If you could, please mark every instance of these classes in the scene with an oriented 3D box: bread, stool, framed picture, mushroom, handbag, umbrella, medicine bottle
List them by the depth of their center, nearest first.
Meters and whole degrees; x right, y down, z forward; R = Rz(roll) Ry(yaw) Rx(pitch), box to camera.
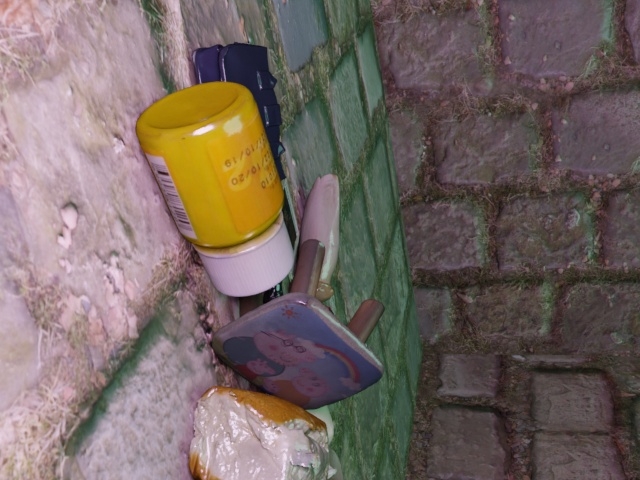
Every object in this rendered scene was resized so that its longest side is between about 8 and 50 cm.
[{"bbox_3d":[-0.185,-0.091,1.187,0.224,0.224,0.384,-70,151,-50],"label":"medicine bottle"},{"bbox_3d":[-0.119,0.439,1.269,0.250,0.279,0.225,46,57,-64],"label":"bread"},{"bbox_3d":[-0.036,0.196,1.379,0.310,0.310,0.226,45,36,-24],"label":"stool"},{"bbox_3d":[-0.178,-0.287,1.424,0.269,0.118,0.326,-31,118,-62],"label":"handbag"},{"bbox_3d":[-0.127,0.100,1.625,0.066,0.059,0.236,120,-33,-83],"label":"umbrella"},{"bbox_3d":[-0.093,-0.039,1.723,0.273,0.016,0.217,-85,165,-61],"label":"framed picture"},{"bbox_3d":[-0.002,0.001,1.905,0.154,0.137,0.408,122,-20,-65],"label":"mushroom"}]

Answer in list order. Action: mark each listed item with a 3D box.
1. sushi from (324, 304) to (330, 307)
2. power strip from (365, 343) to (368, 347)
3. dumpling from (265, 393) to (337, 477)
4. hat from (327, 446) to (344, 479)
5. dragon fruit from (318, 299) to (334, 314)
[{"bbox_3d":[0.022,0.324,2.067,0.231,0.047,0.220,35,55,-68],"label":"sushi"},{"bbox_3d":[0.158,0.438,2.453,0.198,0.064,0.213,5,82,-74],"label":"power strip"},{"bbox_3d":[-0.077,0.467,1.515,0.318,0.187,0.243,67,21,2],"label":"dumpling"},{"bbox_3d":[-0.015,0.681,1.730,0.144,0.166,0.173,27,52,-82],"label":"hat"},{"bbox_3d":[-0.034,0.259,1.699,0.182,0.182,0.189,29,64,-70],"label":"dragon fruit"}]
